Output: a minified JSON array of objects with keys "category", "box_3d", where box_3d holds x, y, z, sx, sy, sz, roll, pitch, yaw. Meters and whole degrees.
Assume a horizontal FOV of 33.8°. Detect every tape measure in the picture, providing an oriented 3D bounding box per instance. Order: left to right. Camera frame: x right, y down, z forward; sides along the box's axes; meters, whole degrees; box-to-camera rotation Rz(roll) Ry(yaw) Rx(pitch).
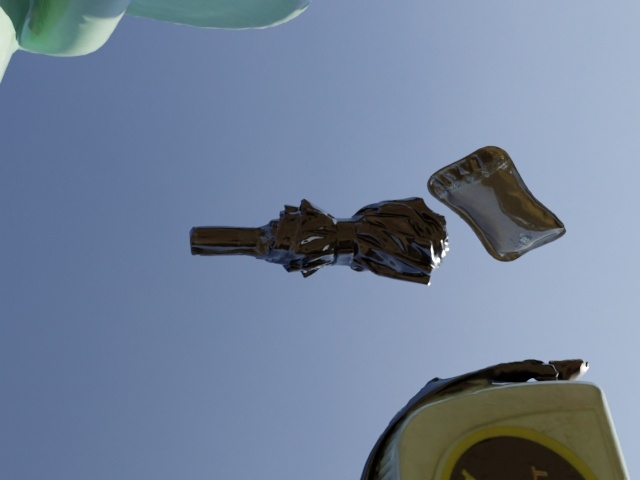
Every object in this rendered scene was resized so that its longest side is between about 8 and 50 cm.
[{"category":"tape measure","box_3d":[0.112,0.187,0.730,0.207,0.115,0.235,6,-128,-17]}]

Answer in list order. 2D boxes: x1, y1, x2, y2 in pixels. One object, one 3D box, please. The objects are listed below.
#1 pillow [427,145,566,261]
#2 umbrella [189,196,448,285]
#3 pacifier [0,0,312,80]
[{"category":"pillow","box_3d":[0.258,-0.049,1.538,0.217,0.130,0.033,44,-148,-32]},{"category":"umbrella","box_3d":[0.000,0.000,1.377,0.340,0.118,0.118,-1,-110,-6]},{"category":"pacifier","box_3d":[-0.138,-0.185,0.303,0.343,0.288,0.269,18,-92,-24]}]
